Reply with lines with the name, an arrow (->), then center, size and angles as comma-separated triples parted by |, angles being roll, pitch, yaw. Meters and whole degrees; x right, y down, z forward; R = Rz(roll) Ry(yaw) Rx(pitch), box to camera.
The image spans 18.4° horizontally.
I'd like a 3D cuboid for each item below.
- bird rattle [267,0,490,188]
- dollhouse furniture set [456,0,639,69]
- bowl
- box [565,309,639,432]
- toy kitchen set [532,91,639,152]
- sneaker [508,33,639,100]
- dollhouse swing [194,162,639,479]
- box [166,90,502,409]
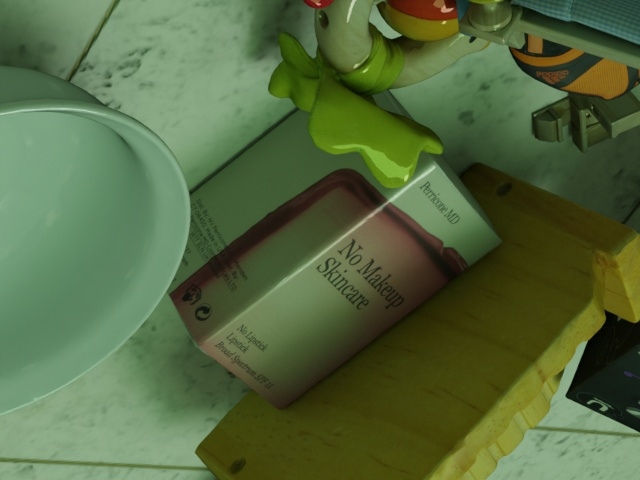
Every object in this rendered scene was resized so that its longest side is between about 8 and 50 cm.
bird rattle -> 0.046, -0.181, 1.389 | 0.207, 0.143, 0.253 | -25, 132, -29
dollhouse furniture set -> 0.266, -0.241, 1.296 | 0.303, 0.286, 0.198 | -54, 153, -28
bowl -> -0.248, -0.016, 1.354 | 0.298, 0.134, 0.298 | -20, 141, -17
box -> 0.339, 0.072, 1.753 | 0.270, 0.143, 0.165 | 118, -3, -72
toy kitchen set -> 0.227, -0.092, 1.672 | 0.068, 0.075, 0.083 | -24, 139, -11
sneaker -> 0.276, -0.223, 1.546 | 0.321, 0.124, 0.180 | -22, 153, -14
dollhouse swing -> 0.132, 0.173, 1.675 | 0.347, 0.315, 0.305 | -45, 124, -11
box -> 0.000, 0.000, 1.564 | 0.232, 0.127, 0.148 | -38, 143, 7
